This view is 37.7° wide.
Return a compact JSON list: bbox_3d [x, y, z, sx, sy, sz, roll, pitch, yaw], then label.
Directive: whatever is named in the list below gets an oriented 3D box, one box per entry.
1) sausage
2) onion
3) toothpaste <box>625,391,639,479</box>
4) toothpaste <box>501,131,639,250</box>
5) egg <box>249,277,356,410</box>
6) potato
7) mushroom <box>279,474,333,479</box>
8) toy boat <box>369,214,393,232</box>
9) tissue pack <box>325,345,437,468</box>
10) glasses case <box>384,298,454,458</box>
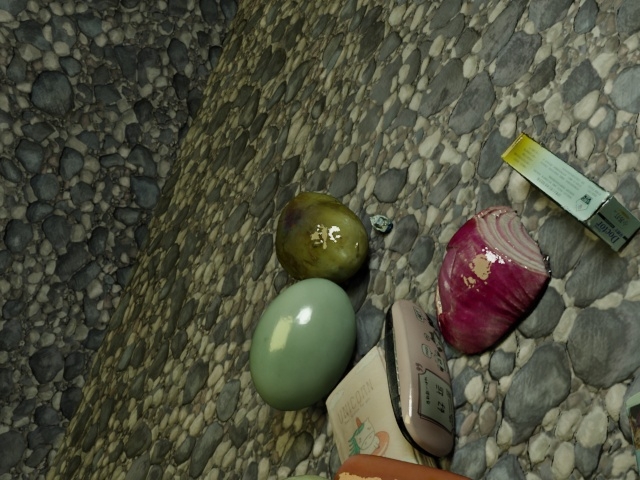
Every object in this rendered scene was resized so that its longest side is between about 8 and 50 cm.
[{"bbox_3d":[0.152,0.399,1.442,0.259,0.113,0.113,5,67,35],"label":"sausage"},{"bbox_3d":[0.264,0.061,1.647,0.247,0.111,0.250,-49,31,19],"label":"onion"},{"bbox_3d":[0.431,0.284,1.217,0.062,0.037,0.216,-39,29,39],"label":"toothpaste"},{"bbox_3d":[0.410,-0.089,1.559,0.071,0.089,0.313,-49,28,9],"label":"toothpaste"},{"bbox_3d":[-0.036,0.212,1.915,0.203,0.203,0.282,14,80,63],"label":"egg"},{"bbox_3d":[0.000,0.000,2.095,0.210,0.173,0.307,-60,24,-2],"label":"potato"},{"bbox_3d":[-0.025,0.511,1.650,0.189,0.164,0.267,-52,28,20],"label":"mushroom"},{"bbox_3d":[0.130,-0.040,2.057,0.038,0.038,0.083,-61,27,-1],"label":"toy boat"},{"bbox_3d":[0.103,0.352,1.684,0.170,0.071,0.325,-52,28,21],"label":"tissue pack"},{"bbox_3d":[0.171,0.233,1.626,0.075,0.122,0.314,-37,34,29],"label":"glasses case"}]
